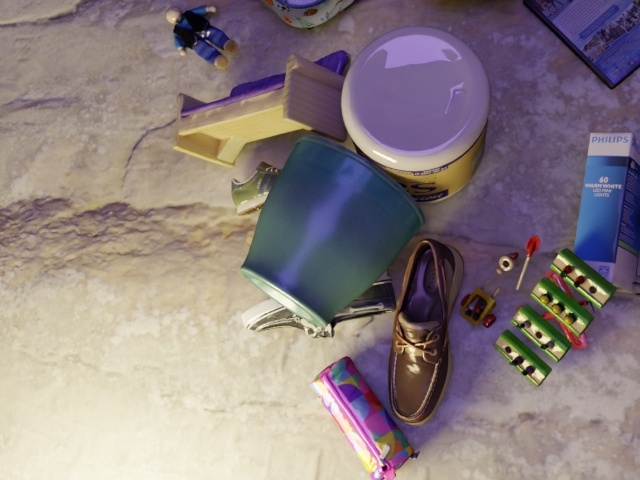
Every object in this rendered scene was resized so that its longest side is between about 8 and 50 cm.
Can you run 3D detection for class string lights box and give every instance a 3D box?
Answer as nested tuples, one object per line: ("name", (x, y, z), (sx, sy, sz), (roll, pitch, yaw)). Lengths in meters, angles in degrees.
("string lights box", (0.514, -0.046, 1.382), (0.076, 0.133, 0.260), (5, 81, 38))

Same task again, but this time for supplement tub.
("supplement tub", (0.172, -0.200, 1.384), (0.240, 0.331, 0.241), (-2, 78, 9))

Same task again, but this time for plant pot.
("plant pot", (0.000, 0.000, 1.375), (0.271, 0.272, 0.255), (31, 79, 16))

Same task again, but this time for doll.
("doll", (-0.259, -0.447, 1.682), (0.189, 0.046, 0.129), (38, 101, 22))

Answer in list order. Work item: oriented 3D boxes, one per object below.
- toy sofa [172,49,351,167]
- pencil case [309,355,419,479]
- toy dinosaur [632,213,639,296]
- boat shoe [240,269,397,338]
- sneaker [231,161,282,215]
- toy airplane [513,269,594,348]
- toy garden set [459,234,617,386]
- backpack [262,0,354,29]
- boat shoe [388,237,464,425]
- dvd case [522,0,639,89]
("toy sofa", (-0.114, -0.260, 1.477), (0.362, 0.150, 0.177), (-5, 76, 46))
("pencil case", (0.078, 0.331, 1.453), (0.104, 0.104, 0.236), (-38, 73, 5))
("toy dinosaur", (0.590, -0.001, 1.319), (0.127, 0.200, 0.296), (-6, 66, 0))
("boat shoe", (-0.002, 0.140, 1.505), (0.301, 0.108, 0.102), (-16, 77, 3))
("sneaker", (-0.096, -0.124, 1.582), (0.192, 0.064, 0.086), (-23, 82, 12))
("toy airplane", (0.425, 0.136, 1.436), (0.151, 0.028, 0.151), (-3, 80, 14))
("toy garden set", (0.361, 0.111, 1.378), (0.204, 0.049, 0.244), (44, 128, 26))
("backpack", (-0.038, -0.575, 1.575), (0.276, 0.213, 0.263), (-39, 85, 2))
("boat shoe", (0.178, 0.163, 1.431), (0.123, 0.123, 0.342), (11, 83, 29))
("dvd case", (0.539, -0.435, 1.501), (0.180, 0.022, 0.253), (-41, 75, 6))
